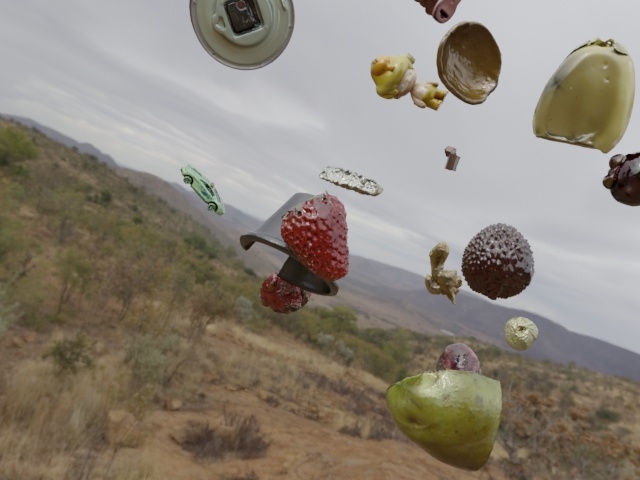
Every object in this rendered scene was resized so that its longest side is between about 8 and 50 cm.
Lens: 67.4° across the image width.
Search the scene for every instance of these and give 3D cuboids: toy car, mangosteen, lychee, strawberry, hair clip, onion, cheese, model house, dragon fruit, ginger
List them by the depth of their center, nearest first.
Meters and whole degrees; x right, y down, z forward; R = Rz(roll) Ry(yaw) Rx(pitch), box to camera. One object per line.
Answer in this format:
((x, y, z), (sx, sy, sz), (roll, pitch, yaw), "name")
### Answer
((0.324, -0.650, 1.251), (0.123, 0.138, 0.102), (8, 37, -42), "hair clip")
((0.819, -0.166, 1.252), (0.152, 0.153, 0.152), (20, 0, 0), "mangosteen")
((0.000, 0.000, 1.366), (0.205, 0.245, 0.205), (-24, 0, 0), "strawberry")
((0.786, -0.433, 1.420), (0.259, 0.316, 0.128), (18, 19, 27), "cheese")
((-0.346, -0.155, 1.448), (0.186, 0.058, 0.093), (50, 6, -17), "toy car")
((0.450, 0.113, 1.732), (0.132, 0.214, 0.059), (11, -1, 25), "ginger")
((0.472, -0.299, 1.743), (0.057, 0.084, 0.058), (26, 16, 39), "model house")
((-0.117, 0.221, 1.864), (0.148, 0.223, 0.218), (61, 9, 34), "dragon fruit")
((0.740, 0.093, 2.011), (0.305, 0.331, 0.306), (12, -27, 6), "lychee")
((0.670, 0.623, 2.300), (0.218, 0.253, 0.252), (14, 2, -18), "onion")

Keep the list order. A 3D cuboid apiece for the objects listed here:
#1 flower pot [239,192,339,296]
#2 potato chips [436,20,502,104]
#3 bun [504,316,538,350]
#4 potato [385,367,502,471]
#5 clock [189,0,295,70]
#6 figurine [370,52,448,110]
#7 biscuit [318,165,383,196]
((-0.050, -0.002, 1.638), (0.379, 0.251, 0.379), (28, -19, 10), "flower pot")
((0.364, -0.444, 1.207), (0.207, 0.196, 0.062), (0, 14, -24), "potato chips")
((0.686, 0.319, 1.652), (0.115, 0.115, 0.069), (20, -8, 40), "bun")
((0.339, 0.532, 1.395), (0.279, 0.213, 0.330), (16, -44, -16), "potato")
((-0.180, -0.526, 1.119), (0.244, 0.245, 0.056), (20, 21, -20), "clock")
((0.253, -0.466, 1.419), (0.246, 0.156, 0.131), (34, -1, 8), "figurine")
((0.145, -0.257, 2.104), (0.280, 0.084, 0.179), (20, 5, 19), "biscuit")
